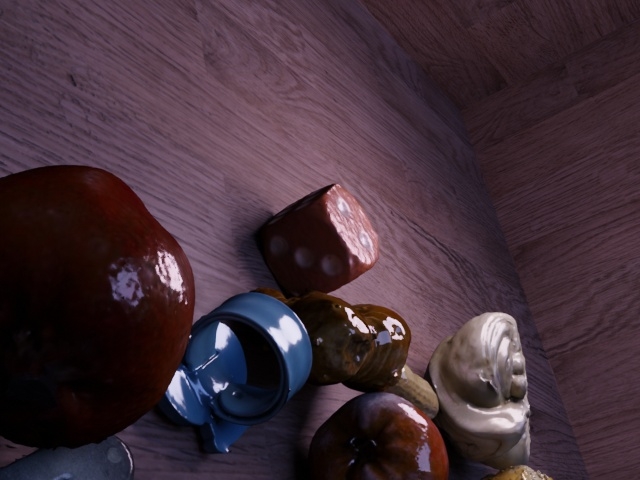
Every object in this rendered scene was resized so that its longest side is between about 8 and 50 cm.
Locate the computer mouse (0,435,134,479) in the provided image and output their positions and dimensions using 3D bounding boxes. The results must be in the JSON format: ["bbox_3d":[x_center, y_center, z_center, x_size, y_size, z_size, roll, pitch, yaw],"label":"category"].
[{"bbox_3d":[-0.289,0.275,0.796,0.113,0.068,0.229,49,33,12],"label":"computer mouse"}]

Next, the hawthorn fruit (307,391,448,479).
[{"bbox_3d":[0.103,0.389,1.271,0.235,0.231,0.262,-34,105,-27],"label":"hawthorn fruit"}]

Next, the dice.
[{"bbox_3d":[0.000,0.000,1.513,0.179,0.174,0.175,62,26,-6],"label":"dice"}]

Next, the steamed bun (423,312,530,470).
[{"bbox_3d":[0.361,0.358,1.808,0.352,0.248,0.339,69,19,-62],"label":"steamed bun"}]

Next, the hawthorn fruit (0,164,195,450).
[{"bbox_3d":[-0.274,0.053,0.810,0.295,0.295,0.311,39,29,-43],"label":"hawthorn fruit"}]

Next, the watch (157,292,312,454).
[{"bbox_3d":[-0.109,0.180,1.094,0.211,0.193,0.211,42,32,-35],"label":"watch"}]

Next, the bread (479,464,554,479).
[{"bbox_3d":[0.393,0.584,1.645,0.121,0.245,0.174,44,28,-17],"label":"bread"}]

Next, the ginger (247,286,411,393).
[{"bbox_3d":[0.018,0.170,1.338,0.357,0.274,0.152,20,83,-53],"label":"ginger"}]

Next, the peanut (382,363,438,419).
[{"bbox_3d":[0.180,0.318,1.659,0.214,0.090,0.098,44,43,-38],"label":"peanut"}]
